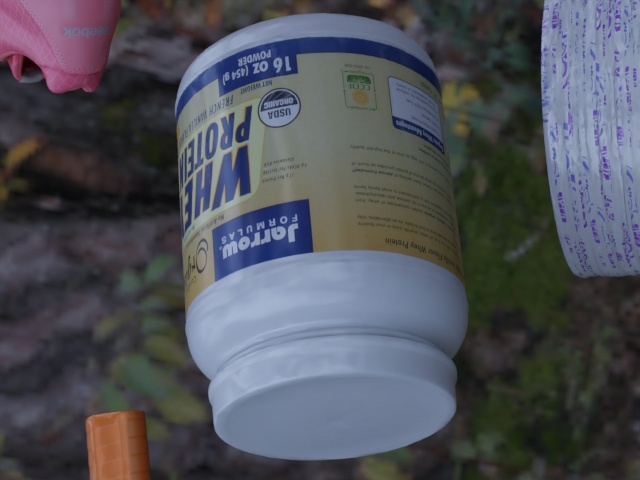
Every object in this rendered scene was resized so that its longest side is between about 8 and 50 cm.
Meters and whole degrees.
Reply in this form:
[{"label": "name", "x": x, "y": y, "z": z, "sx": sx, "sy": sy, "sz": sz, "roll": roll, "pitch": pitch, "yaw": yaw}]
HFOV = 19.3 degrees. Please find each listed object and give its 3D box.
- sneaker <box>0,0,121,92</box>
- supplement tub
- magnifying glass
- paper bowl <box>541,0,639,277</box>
[{"label": "sneaker", "x": -0.241, "y": -0.194, "z": 1.443, "sx": 0.314, "sy": 0.116, "sz": 0.136, "roll": 34, "pitch": 125, "yaw": 57}, {"label": "supplement tub", "x": 0.000, "y": 0.000, "z": 1.541, "sx": 0.228, "sy": 0.228, "sz": 0.316, "roll": -43, "pitch": 45, "yaw": 51}, {"label": "magnifying glass", "x": -0.085, "y": 0.194, "z": 0.867, "sx": 0.026, "sy": 0.092, "sz": 0.231, "roll": 34, "pitch": -133, "yaw": -71}, {"label": "paper bowl", "x": 0.289, "y": -0.110, "z": 1.676, "sx": 0.284, "sy": 0.148, "sz": 0.284, "roll": -3, "pitch": -90, "yaw": -75}]
